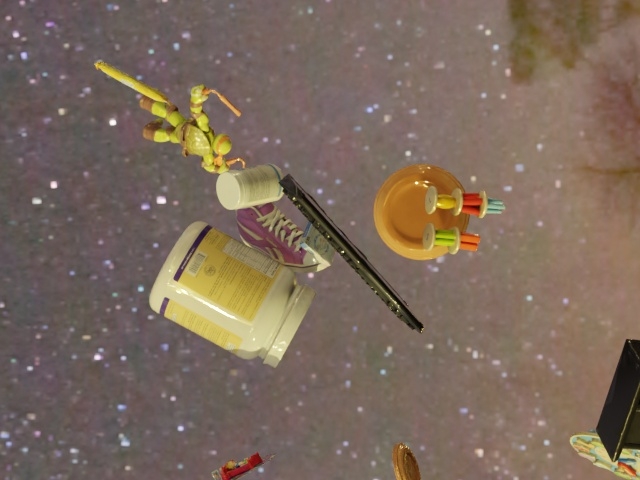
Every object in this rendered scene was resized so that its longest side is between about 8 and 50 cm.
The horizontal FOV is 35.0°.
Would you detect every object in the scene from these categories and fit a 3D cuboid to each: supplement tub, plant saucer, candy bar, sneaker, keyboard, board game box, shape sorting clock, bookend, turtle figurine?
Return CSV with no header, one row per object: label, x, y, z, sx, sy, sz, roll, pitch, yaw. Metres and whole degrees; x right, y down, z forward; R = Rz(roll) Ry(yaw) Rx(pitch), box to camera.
supplement tub,-0.122,-0.096,1.798,0.107,0.071,0.071,-13,-79,-42
plant saucer,0.206,-0.058,2.086,0.037,0.200,0.199,-17,-76,-77
candy bar,-0.346,-0.292,1.889,0.018,0.162,0.040,-62,0,9
sneaker,-0.101,-0.025,2.455,0.102,0.282,0.161,-48,-37,-32
keyboard,0.042,0.015,1.636,0.317,0.033,0.201,48,-177,-19
board game box,0.000,0.000,2.350,0.090,0.020,0.090,41,-129,-25
board game box,-0.180,0.497,2.236,0.033,0.169,0.133,62,163,2
plant saucer,0.130,0.340,1.503,0.083,0.013,0.083,52,-155,-38
shape sorting clock,0.565,0.411,1.892,0.206,0.206,0.040,52,-125,-50
supplement tub,-0.201,0.128,2.350,0.241,0.331,0.241,-61,0,0
bookend,0.477,0.223,1.379,0.072,0.156,0.157,-99,18,-62
turtle figurine,-0.248,-0.199,1.968,0.087,0.217,0.269,-51,-30,-29

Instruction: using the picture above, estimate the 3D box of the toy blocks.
toy blocks,0.269,-0.034,1.881,0.054,0.148,0.123,167,107,-74
